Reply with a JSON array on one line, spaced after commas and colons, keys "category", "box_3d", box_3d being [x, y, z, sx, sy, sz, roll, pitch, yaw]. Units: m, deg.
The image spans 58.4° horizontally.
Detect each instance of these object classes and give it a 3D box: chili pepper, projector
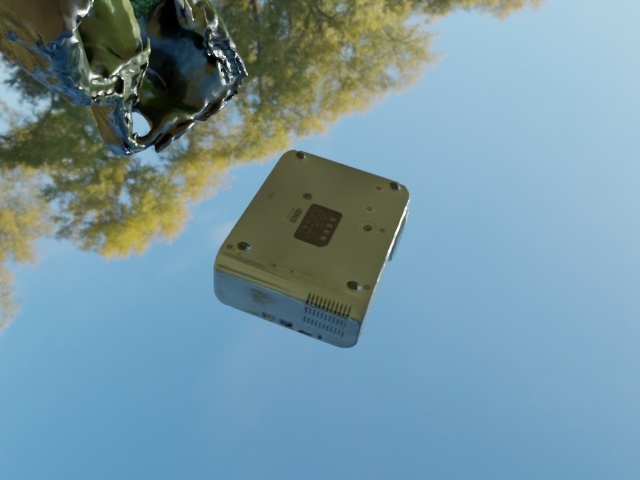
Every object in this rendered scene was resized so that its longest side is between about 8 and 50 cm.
[{"category": "chili pepper", "box_3d": [-0.153, -0.152, 0.421, 0.116, 0.148, 0.264, -27, 176, 18]}, {"category": "projector", "box_3d": [0.000, 0.000, 0.775, 0.198, 0.108, 0.250, 20, -133, 9]}]
